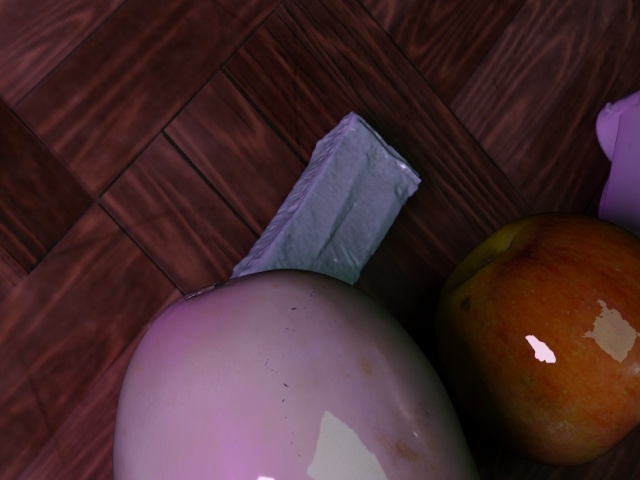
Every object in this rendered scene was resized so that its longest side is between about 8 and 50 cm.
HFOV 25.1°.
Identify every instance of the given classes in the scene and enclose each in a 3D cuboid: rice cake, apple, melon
[{"bbox_3d":[0.000,0.000,1.075,0.085,0.040,0.226,46,50,-16],"label":"rice cake"},{"bbox_3d":[0.180,0.071,1.095,0.196,0.196,0.196,15,64,-34],"label":"apple"},{"bbox_3d":[-0.008,0.174,0.881,0.223,0.223,0.317,-19,90,-42],"label":"melon"}]

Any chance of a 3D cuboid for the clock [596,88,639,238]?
[{"bbox_3d":[0.375,0.036,1.318,0.322,0.113,0.296,34,55,-26],"label":"clock"}]
